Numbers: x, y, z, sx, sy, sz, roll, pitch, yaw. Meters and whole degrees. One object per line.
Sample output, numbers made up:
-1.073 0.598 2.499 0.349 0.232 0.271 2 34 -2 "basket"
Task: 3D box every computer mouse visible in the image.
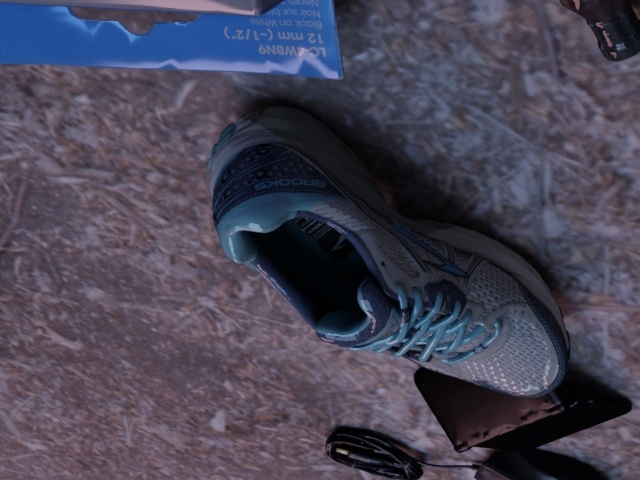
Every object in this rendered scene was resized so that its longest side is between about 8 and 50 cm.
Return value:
0.117 0.198 1.164 0.242 0.041 0.071 7 142 19 "computer mouse"

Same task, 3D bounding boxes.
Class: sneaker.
0.042 0.038 0.906 0.283 0.122 0.110 32 120 -16 "sneaker"

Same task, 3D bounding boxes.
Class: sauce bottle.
0.133 -0.146 0.724 0.042 0.042 0.128 -11 135 35 "sauce bottle"

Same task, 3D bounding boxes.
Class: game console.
0.150 0.114 1.067 0.122 0.071 0.107 -33 89 46 "game console"

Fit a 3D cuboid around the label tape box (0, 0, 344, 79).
-0.138 -0.192 0.686 0.249 0.115 0.347 5 135 17 "label tape box"
